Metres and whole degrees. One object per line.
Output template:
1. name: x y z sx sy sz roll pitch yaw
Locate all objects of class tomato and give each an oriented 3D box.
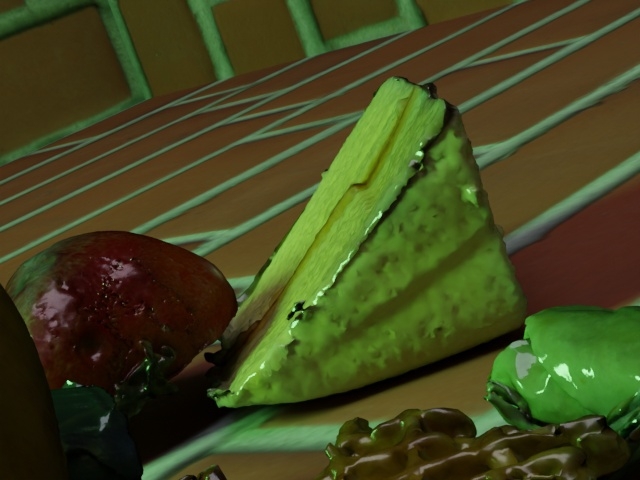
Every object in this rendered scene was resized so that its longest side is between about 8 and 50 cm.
1. tomato: -0.145 0.055 1.069 0.189 0.099 0.173 -37 13 -20

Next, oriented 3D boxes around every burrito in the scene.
1. burrito: 0.159 0.057 0.720 0.104 0.054 0.288 -31 16 -36

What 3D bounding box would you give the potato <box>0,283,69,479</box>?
1. potato: -0.185 0.106 0.609 0.195 0.176 0.369 -27 32 17

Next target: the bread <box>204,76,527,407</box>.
1. bread: 0.000 0.000 1.060 0.178 0.135 0.240 -21 11 -2

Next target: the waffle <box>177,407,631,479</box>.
1. waffle: -0.014 0.127 0.697 0.229 0.051 0.232 -4 20 48

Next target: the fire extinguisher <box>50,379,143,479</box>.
1. fire extinguisher: -0.225 0.114 0.771 0.294 0.093 0.118 -4 -9 -26
